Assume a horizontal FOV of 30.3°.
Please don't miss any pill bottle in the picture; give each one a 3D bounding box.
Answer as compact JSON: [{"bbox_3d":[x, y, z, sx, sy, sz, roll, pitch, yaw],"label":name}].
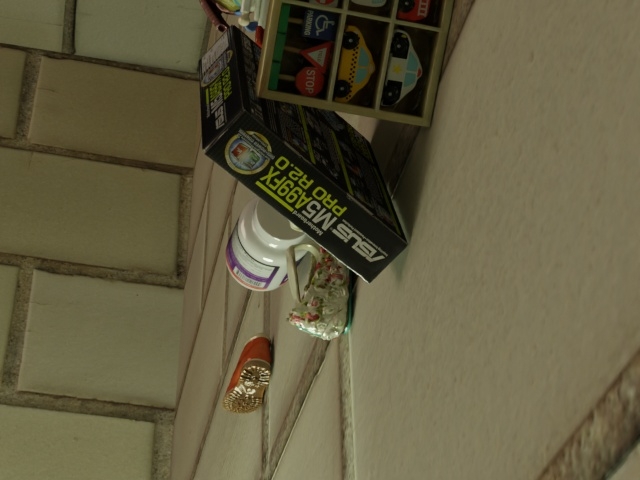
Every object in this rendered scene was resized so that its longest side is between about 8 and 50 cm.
[{"bbox_3d":[-0.068,-0.005,1.656,0.193,0.108,0.108,124,152,-67],"label":"pill bottle"}]

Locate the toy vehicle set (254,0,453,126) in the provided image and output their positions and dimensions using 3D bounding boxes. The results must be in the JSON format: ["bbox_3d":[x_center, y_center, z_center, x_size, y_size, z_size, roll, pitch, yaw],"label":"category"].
[{"bbox_3d":[0.042,-0.250,1.088,0.035,0.166,0.266,-126,45,-75],"label":"toy vehicle set"}]

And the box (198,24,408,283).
[{"bbox_3d":[-0.025,-0.096,1.212,0.060,0.216,0.270,-44,24,15],"label":"box"}]

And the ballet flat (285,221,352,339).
[{"bbox_3d":[0.000,0.000,1.376,0.091,0.077,0.240,113,162,-59],"label":"ballet flat"}]

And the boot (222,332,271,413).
[{"bbox_3d":[-0.113,0.215,1.894,0.158,0.059,0.084,120,160,-44],"label":"boot"}]

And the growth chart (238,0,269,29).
[{"bbox_3d":[-0.036,-0.358,1.629,0.237,0.021,0.171,1,-76,-58],"label":"growth chart"}]

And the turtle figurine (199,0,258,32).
[{"bbox_3d":[-0.132,-0.487,1.994,0.266,0.198,0.274,-151,48,-69],"label":"turtle figurine"}]

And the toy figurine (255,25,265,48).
[{"bbox_3d":[-0.006,-0.278,1.465,0.209,0.148,0.213,120,154,-79],"label":"toy figurine"}]
